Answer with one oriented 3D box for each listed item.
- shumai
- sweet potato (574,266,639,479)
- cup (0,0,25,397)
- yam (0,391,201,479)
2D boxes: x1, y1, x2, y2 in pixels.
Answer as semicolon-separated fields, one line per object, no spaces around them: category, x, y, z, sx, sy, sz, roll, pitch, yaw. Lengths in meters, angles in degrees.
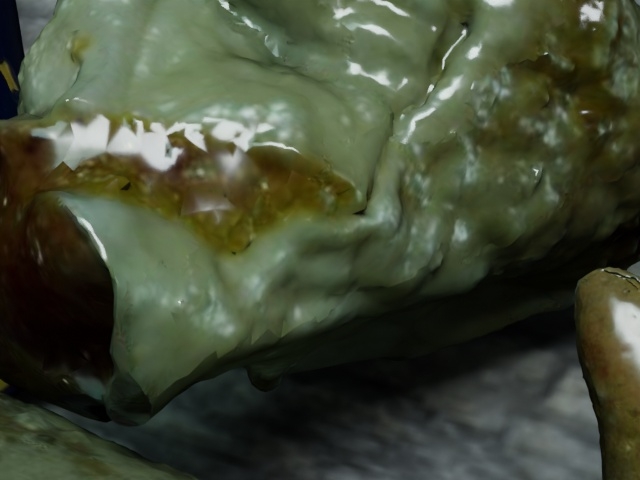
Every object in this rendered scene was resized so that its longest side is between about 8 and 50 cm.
shumai;0.000;0.000;0.607;0.272;0.222;0.204;24;64;-22
sweet potato;0.119;0.169;0.534;0.098;0.124;0.310;-5;61;21
cup;-0.230;-0.081;0.697;0.178;0.255;0.256;-29;50;15
yam;-0.089;0.154;0.535;0.300;0.195;0.195;20;60;21
